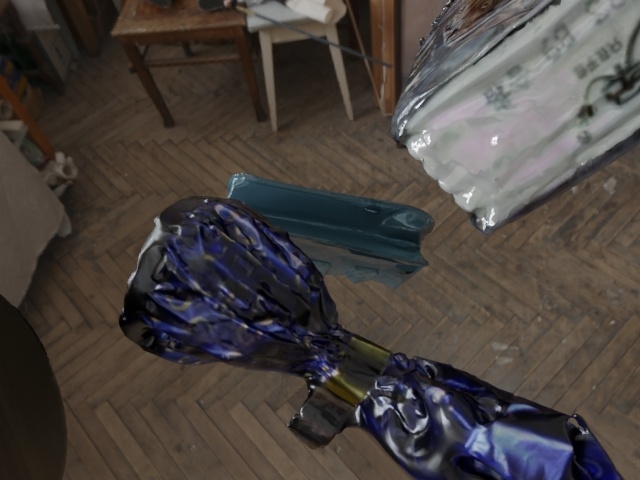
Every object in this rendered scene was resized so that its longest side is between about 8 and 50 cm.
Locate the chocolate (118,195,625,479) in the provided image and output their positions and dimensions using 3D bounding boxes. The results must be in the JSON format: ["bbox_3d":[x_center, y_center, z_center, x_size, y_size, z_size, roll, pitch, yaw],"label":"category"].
[{"bbox_3d":[0.034,0.100,0.395,0.343,0.148,0.126,31,26,9],"label":"chocolate"}]

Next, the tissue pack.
[{"bbox_3d":[0.186,-0.178,0.434,0.122,0.259,0.361,42,28,-9],"label":"tissue pack"}]

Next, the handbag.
[{"bbox_3d":[0.000,0.000,0.660,0.229,0.179,0.062,11,73,-5],"label":"handbag"}]

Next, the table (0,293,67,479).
[{"bbox_3d":[-0.297,0.133,0.335,0.227,0.167,0.167,-24,56,4],"label":"table"}]
